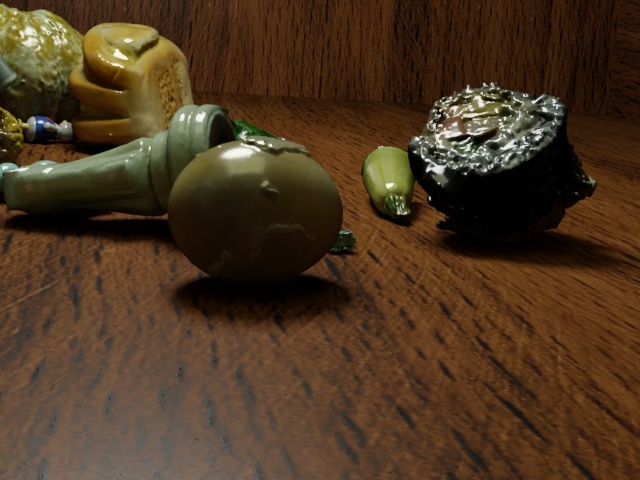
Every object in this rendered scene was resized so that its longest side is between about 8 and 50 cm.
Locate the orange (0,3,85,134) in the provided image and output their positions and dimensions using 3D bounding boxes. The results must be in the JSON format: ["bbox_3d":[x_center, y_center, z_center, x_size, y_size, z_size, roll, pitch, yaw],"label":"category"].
[{"bbox_3d":[-0.648,-0.352,2.037,0.368,0.271,0.210,7,19,-1],"label":"orange"}]

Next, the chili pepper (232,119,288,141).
[{"bbox_3d":[-0.169,-0.177,1.811,0.136,0.099,0.270,34,15,15],"label":"chili pepper"}]

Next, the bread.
[{"bbox_3d":[-0.398,-0.311,1.978,0.211,0.270,0.316,-6,16,16],"label":"bread"}]

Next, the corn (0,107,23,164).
[{"bbox_3d":[-0.569,-0.179,1.680,0.106,0.106,0.305,0,10,-16],"label":"corn"}]

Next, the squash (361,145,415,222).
[{"bbox_3d":[0.116,-0.078,1.521,0.094,0.094,0.224,4,20,-2],"label":"squash"}]

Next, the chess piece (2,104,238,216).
[{"bbox_3d":[-0.261,-0.080,1.285,0.298,0.176,0.176,-7,11,10],"label":"chess piece"}]

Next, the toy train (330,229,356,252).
[{"bbox_3d":[0.000,0.000,1.225,0.092,0.029,0.045,-2,7,-23],"label":"toy train"}]

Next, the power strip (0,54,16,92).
[{"bbox_3d":[-0.624,-0.215,1.596,0.265,0.059,0.193,-37,22,-7],"label":"power strip"}]

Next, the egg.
[{"bbox_3d":[-0.067,-0.028,1.039,0.201,0.164,0.164,-1,13,-39],"label":"egg"}]

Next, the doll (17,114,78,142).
[{"bbox_3d":[-0.556,-0.227,1.996,0.143,0.058,0.098,3,-6,-28],"label":"doll"}]

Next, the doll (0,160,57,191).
[{"bbox_3d":[-0.448,-0.088,1.393,0.158,0.059,0.159,-2,13,-25],"label":"doll"}]

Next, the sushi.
[{"bbox_3d":[0.250,-0.089,1.375,0.225,0.219,0.238,-32,51,-7],"label":"sushi"}]
